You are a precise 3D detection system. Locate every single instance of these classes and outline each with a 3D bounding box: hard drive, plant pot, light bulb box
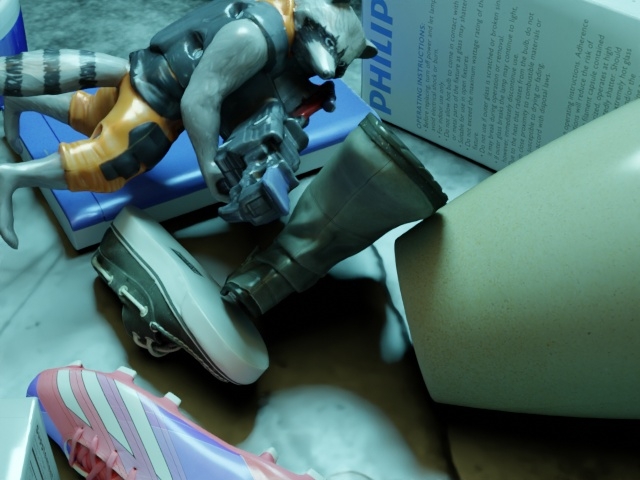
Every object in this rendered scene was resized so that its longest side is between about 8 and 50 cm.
[{"bbox_3d":[-0.128,-0.114,1.041,0.318,0.040,0.210,-21,46,-22],"label":"hard drive"},{"bbox_3d":[0.201,0.025,0.764,0.273,0.257,0.257,-14,41,10],"label":"plant pot"},{"bbox_3d":[0.283,-0.232,1.041,0.361,0.225,0.358,29,50,29],"label":"light bulb box"}]

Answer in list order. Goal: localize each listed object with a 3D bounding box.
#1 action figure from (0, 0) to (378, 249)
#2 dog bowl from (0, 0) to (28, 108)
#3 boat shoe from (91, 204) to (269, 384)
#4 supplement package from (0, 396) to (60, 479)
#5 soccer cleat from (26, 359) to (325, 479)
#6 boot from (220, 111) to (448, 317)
[{"bbox_3d":[-0.112,-0.113,0.830,0.330,0.179,0.341,-22,19,-1],"label":"action figure"},{"bbox_3d":[-0.447,-0.215,1.101,0.264,0.104,0.265,0,41,0],"label":"dog bowl"},{"bbox_3d":[-0.117,0.056,0.834,0.070,0.077,0.219,-51,46,5],"label":"boat shoe"},{"bbox_3d":[-0.229,0.198,0.642,0.105,0.105,0.179,-3,42,-3],"label":"supplement package"},{"bbox_3d":[-0.112,0.160,0.710,0.248,0.083,0.095,22,50,18],"label":"soccer cleat"},{"bbox_3d":[0.000,0.000,0.776,0.161,0.246,0.083,-42,89,-7],"label":"boot"}]
